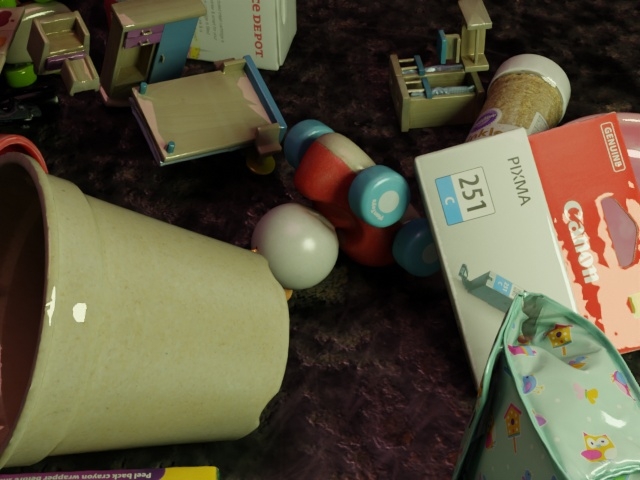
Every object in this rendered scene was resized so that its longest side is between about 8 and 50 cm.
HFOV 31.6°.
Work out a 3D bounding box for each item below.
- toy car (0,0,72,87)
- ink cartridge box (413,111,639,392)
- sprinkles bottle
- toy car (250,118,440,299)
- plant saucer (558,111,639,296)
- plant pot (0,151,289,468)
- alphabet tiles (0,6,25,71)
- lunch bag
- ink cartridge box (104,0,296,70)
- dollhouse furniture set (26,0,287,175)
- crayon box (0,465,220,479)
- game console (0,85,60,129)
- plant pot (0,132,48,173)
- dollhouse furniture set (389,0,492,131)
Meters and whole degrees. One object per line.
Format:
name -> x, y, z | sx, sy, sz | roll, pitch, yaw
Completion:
toy car -> -0.502, -0.366, 1.888 | 0.149, 0.155, 0.188 | -22, 34, -21
ink cartridge box -> 0.274, 0.010, 1.347 | 0.261, 0.066, 0.296 | -16, 84, 1
sprinkles bottle -> 0.263, -0.127, 1.615 | 0.121, 0.121, 0.355 | 14, 45, 16
toy car -> 0.000, 0.000, 1.474 | 0.238, 0.210, 0.219 | -45, 39, -3
plant saucer -> 0.430, -0.030, 1.504 | 0.332, 0.084, 0.332 | 3, 49, -4
plant pot -> -0.216, 0.096, 1.223 | 0.306, 0.333, 0.333 | 10, 33, -34
alphabet tiles -> -0.626, -0.291, 1.689 | 0.343, 0.011, 0.285 | 0, 48, 7
lunch bag -> 0.230, 0.211, 1.166 | 0.160, 0.223, 0.262 | -6, 42, -17
ink cartridge box -> -0.200, -0.422, 1.874 | 0.306, 0.226, 0.131 | 9, 44, 9
dollhouse furniture set -> -0.247, -0.178, 1.677 | 0.287, 0.198, 0.303 | -18, 66, -27
crayon box -> -0.275, 0.379, 1.080 | 0.363, 0.106, 0.313 | -2, 44, -2
game console -> -0.478, -0.178, 1.619 | 0.213, 0.043, 0.361 | -16, 12, -15
plant pot -> -0.479, -0.054, 1.505 | 0.174, 0.191, 0.191 | 8, 43, 19
dollhouse furniture set -> 0.180, -0.284, 1.743 | 0.129, 0.183, 0.129 | -6, 42, -5
